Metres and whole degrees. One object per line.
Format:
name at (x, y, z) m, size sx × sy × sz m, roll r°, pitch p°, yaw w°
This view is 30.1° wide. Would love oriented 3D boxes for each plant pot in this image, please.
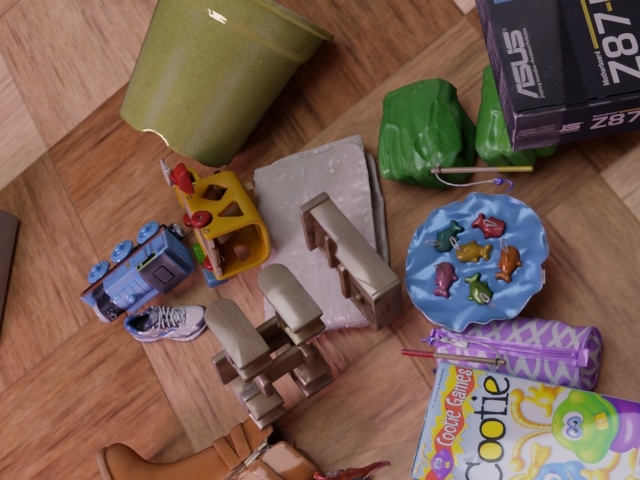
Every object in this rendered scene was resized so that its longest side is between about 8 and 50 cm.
plant pot at (-0.160, -0.254, 1.735) m, size 0.276 × 0.276 × 0.254 m, roll 35°, pitch 100°, yaw 34°

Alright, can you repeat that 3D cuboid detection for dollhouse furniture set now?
dollhouse furniture set at (-0.041, 0.082, 1.497) m, size 0.242 × 0.212 × 0.161 m, roll -33°, pitch 64°, yaw -13°

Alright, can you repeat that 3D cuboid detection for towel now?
towel at (0.000, 0.000, 1.652) m, size 0.187 × 0.049 × 0.282 m, roll -16°, pitch 64°, yaw 24°

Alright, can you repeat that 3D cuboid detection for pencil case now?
pencil case at (0.237, 0.131, 1.443) m, size 0.206 × 0.088 × 0.086 m, roll 3°, pitch 74°, yaw 29°

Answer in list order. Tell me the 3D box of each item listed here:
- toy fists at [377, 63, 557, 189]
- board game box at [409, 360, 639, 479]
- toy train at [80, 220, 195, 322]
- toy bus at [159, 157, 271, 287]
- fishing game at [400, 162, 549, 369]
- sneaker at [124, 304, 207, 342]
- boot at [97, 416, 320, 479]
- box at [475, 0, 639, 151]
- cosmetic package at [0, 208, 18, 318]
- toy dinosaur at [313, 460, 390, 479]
toy fists at (0.203, -0.145, 1.574) m, size 0.279 × 0.096 × 0.142 m, roll -12°, pitch 58°, yaw 26°
board game box at (0.266, 0.244, 1.347) m, size 0.275 × 0.144 × 0.142 m, roll 9°, pitch 75°, yaw 32°
toy train at (-0.270, 0.049, 1.745) m, size 0.184 × 0.080 × 0.105 m, roll -38°, pitch 33°, yaw 10°
toy bus at (-0.139, -0.044, 1.668) m, size 0.104 × 0.191 × 0.202 m, roll -21°, pitch 92°, yaw -10°
fishing game at (0.186, 0.022, 1.447) m, size 0.189 × 0.041 × 0.264 m, roll 5°, pitch 70°, yaw 29°
sneaker at (-0.225, 0.119, 1.719) m, size 0.135 × 0.058 × 0.052 m, roll -14°, pitch 64°, yaw 23°
boot at (-0.152, 0.302, 1.574) m, size 0.283 × 0.109 × 0.220 m, roll 38°, pitch 89°, yaw 36°
box at (0.356, -0.323, 1.502) m, size 0.318 × 0.097 × 0.395 m, roll -10°, pitch 64°, yaw 3°
cosmetic package at (-0.579, 0.060, 1.912) m, size 0.127 × 0.107 × 0.238 m, roll -9°, pitch 69°, yaw 29°
toy dinosaur at (0.030, 0.293, 1.493) m, size 0.090 × 0.082 × 0.047 m, roll -50°, pitch 55°, yaw 1°
